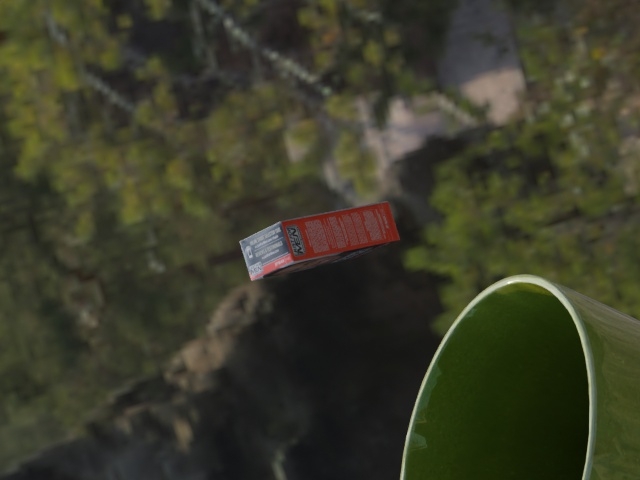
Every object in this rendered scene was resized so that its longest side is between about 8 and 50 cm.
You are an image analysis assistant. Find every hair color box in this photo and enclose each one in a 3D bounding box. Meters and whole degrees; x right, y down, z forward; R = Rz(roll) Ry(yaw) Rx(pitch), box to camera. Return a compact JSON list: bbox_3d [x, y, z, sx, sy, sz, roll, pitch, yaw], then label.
[{"bbox_3d":[0.000,0.000,1.916,0.072,0.141,0.043,-25,79,49],"label":"hair color box"}]

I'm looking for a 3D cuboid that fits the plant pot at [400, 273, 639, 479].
[{"bbox_3d":[0.254,0.191,1.524,0.275,0.293,0.275,-43,39,51],"label":"plant pot"}]
